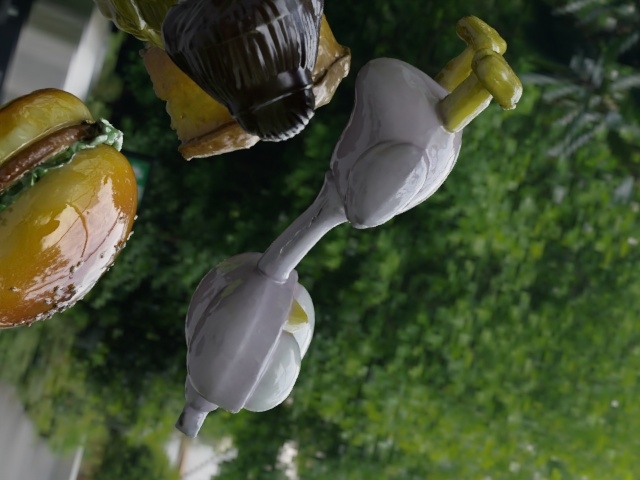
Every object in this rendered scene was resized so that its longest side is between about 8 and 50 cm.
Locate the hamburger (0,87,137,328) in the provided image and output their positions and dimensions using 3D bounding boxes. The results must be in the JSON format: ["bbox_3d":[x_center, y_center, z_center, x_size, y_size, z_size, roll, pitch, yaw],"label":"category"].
[{"bbox_3d":[-0.272,-0.019,1.265,0.246,0.170,0.246,-40,176,-4],"label":"hamburger"}]

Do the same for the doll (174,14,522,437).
[{"bbox_3d":[-0.001,0.000,0.925,0.365,0.094,0.160,-55,-167,20],"label":"doll"}]

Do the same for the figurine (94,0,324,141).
[{"bbox_3d":[-0.077,-0.196,1.013,0.315,0.187,0.168,-122,-145,-64],"label":"figurine"}]

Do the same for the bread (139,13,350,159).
[{"bbox_3d":[-0.073,-0.251,1.785,0.179,0.194,0.340,-16,-162,34],"label":"bread"}]
